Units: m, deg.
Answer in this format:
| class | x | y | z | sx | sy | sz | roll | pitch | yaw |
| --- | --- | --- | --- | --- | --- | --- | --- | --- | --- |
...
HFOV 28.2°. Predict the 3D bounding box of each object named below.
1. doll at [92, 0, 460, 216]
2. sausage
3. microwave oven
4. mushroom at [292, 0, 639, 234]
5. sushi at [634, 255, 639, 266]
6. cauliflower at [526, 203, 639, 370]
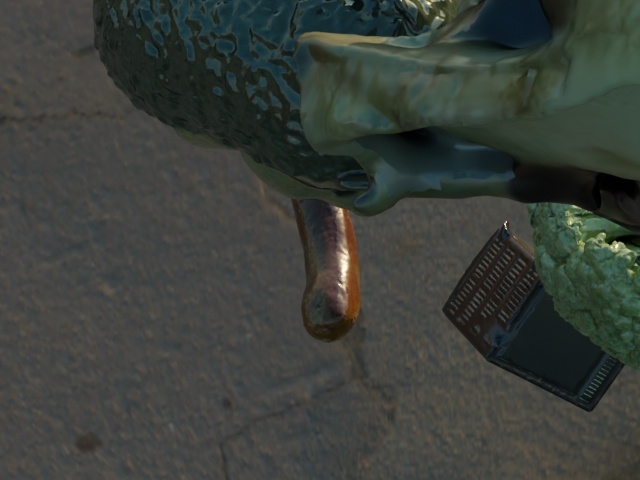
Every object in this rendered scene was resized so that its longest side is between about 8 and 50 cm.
| class | x | y | z | sx | sy | sz | roll | pitch | yaw |
| --- | --- | --- | --- | --- | --- | --- | --- | --- | --- |
| doll | -0.022 | -0.153 | 0.963 | 0.247 | 0.247 | 0.349 | -36 | 40 | -18 |
| sausage | 0.003 | 0.002 | 1.709 | 0.076 | 0.103 | 0.302 | -29 | 57 | 29 |
| microwave oven | 0.342 | 0.114 | 1.955 | 0.178 | 0.247 | 0.188 | -55 | 28 | 12 |
| mushroom | 0.153 | -0.092 | 0.550 | 0.217 | 0.292 | 0.212 | 14 | 70 | -33 |
| sushi | 0.332 | -0.115 | 0.830 | 0.176 | 0.417 | 0.417 | -15 | 48 | -44 |
| cauliflower | 0.351 | 0.004 | 1.290 | 0.250 | 0.275 | 0.272 | -53 | 28 | 8 |
